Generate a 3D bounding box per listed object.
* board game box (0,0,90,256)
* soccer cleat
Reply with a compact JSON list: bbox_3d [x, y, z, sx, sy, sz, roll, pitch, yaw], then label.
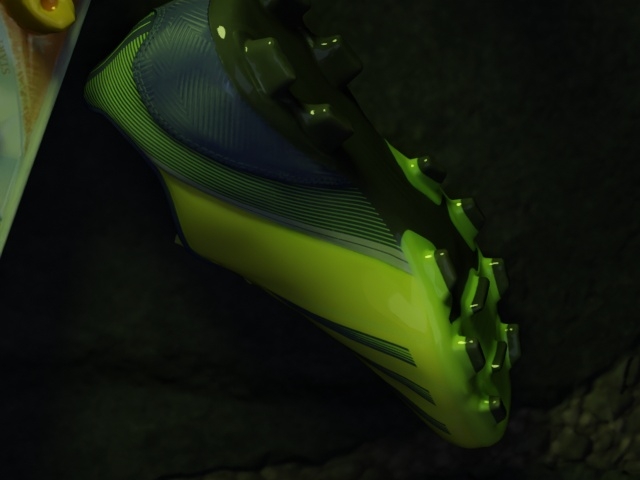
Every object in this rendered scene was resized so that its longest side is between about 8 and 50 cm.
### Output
[{"bbox_3d":[-0.310,-0.029,0.612,0.390,0.050,0.390,20,87,-23],"label":"board game box"},{"bbox_3d":[0.000,-0.001,0.776,0.121,0.093,0.289,-19,126,27],"label":"soccer cleat"}]
